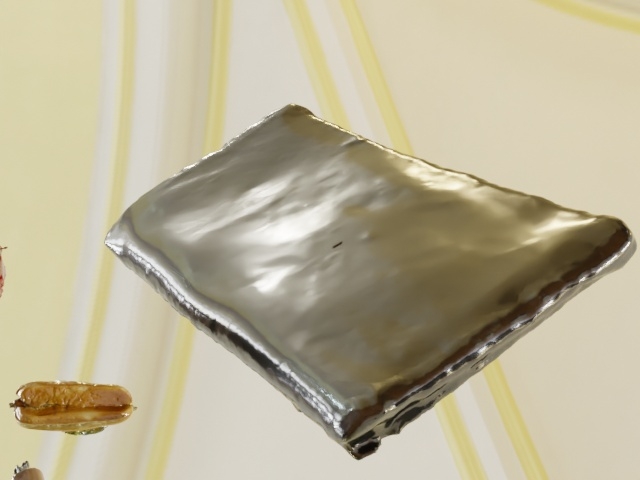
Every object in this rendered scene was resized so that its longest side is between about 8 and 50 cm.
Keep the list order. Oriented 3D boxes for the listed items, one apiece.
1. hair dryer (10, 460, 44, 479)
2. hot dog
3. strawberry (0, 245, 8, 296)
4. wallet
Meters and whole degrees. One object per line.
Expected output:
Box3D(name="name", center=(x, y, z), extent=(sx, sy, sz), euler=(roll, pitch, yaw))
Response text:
Box3D(name="hair dryer", center=(-0.296, 0.291, 1.082), extent=(0.064, 0.117, 0.182), euler=(-11, -144, -24))
Box3D(name="hot dog", center=(-0.258, 0.176, 1.084), extent=(0.133, 0.041, 0.057), euler=(3, -107, -14))
Box3D(name="strawberry", center=(-0.202, 0.022, 0.501), extent=(0.106, 0.106, 0.106), euler=(-5, -119, 10))
Box3D(name="wallet", center=(0.000, -0.001, 0.489), extent=(0.146, 0.030, 0.285), euler=(-35, -150, -17))
